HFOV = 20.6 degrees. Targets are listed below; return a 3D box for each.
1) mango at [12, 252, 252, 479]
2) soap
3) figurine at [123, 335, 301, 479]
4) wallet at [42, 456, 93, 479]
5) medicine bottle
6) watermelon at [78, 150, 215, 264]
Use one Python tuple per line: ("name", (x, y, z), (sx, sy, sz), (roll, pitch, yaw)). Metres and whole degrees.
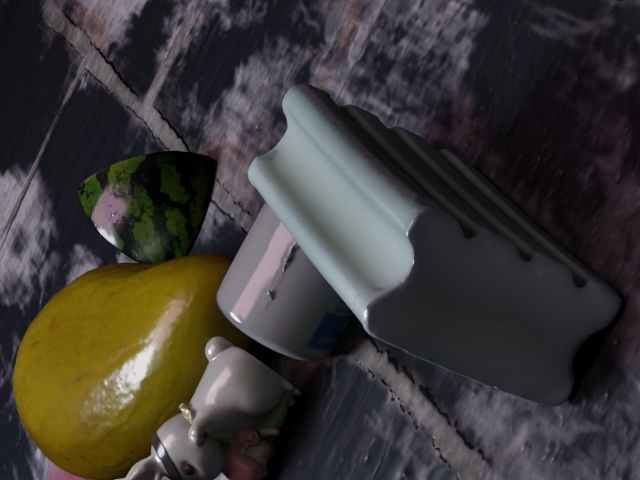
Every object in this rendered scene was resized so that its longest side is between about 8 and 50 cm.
("mango", (-0.168, 0.114, 1.539), (0.331, 0.142, 0.195), (-11, 64, 60))
("soap", (0.065, -0.003, 1.156), (0.088, 0.159, 0.265), (-62, 26, 11))
("figurine", (-0.081, 0.159, 1.370), (0.146, 0.098, 0.081), (-57, -13, -9))
("wallet", (-0.241, 0.230, 1.715), (0.119, 0.025, 0.232), (-46, 32, 38))
("medicine bottle", (0.000, 0.000, 1.348), (0.168, 0.105, 0.105), (-61, 25, 13))
("watermelon", (-0.174, -0.037, 1.750), (0.094, 0.135, 0.125), (42, -115, -78))
